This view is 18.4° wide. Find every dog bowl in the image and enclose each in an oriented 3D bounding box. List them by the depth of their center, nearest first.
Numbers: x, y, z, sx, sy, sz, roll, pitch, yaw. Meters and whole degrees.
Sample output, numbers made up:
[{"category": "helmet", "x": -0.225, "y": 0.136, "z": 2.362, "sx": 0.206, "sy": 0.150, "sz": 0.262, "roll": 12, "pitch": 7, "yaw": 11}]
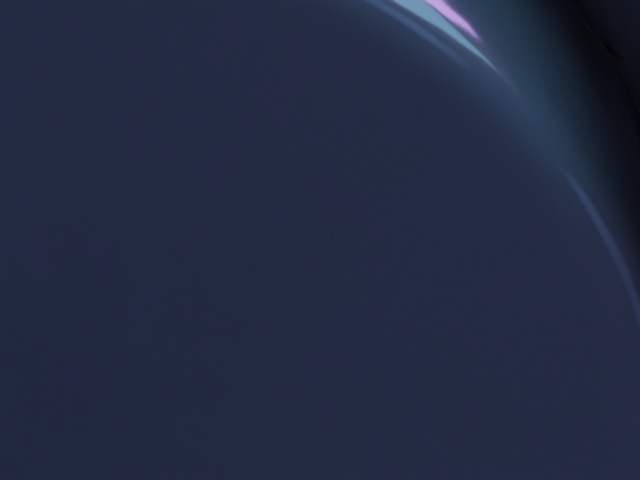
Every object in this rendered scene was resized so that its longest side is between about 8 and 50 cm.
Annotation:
[{"category": "dog bowl", "x": -0.034, "y": 0.023, "z": 0.494, "sx": 0.349, "sy": 0.348, "sz": 0.102, "roll": 29, "pitch": 32, "yaw": -2}]
